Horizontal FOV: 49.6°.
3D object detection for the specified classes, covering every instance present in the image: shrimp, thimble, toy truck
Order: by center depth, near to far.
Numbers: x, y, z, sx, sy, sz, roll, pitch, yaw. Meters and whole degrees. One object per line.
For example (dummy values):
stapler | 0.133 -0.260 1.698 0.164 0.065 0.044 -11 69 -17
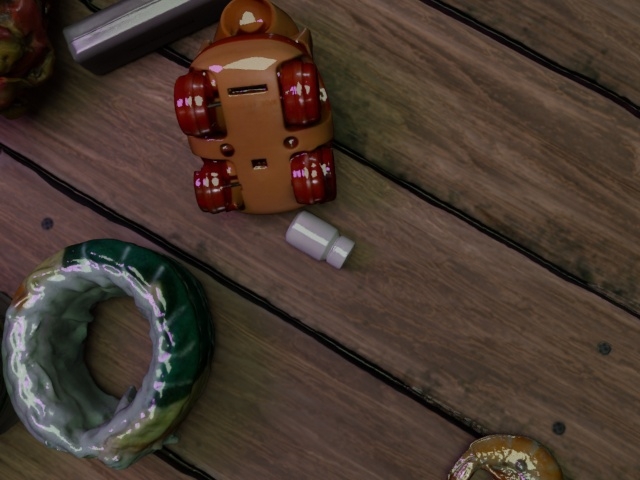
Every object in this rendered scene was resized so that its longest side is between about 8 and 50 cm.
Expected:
thimble | -0.269 0.145 0.906 0.254 0.167 0.288 -11 84 4
shrimp | 0.229 0.333 0.921 0.187 0.051 0.132 -28 72 -6
toy truck | -0.078 -0.179 0.926 0.189 0.239 0.265 -5 126 4

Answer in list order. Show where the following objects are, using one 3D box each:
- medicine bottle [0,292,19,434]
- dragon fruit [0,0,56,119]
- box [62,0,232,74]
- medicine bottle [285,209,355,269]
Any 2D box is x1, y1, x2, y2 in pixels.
medicine bottle | -0.519 0.169 0.889 0.238 0.232 0.238 0 86 5
dragon fruit | -0.473 -0.282 0.911 0.314 0.296 0.263 -15 104 38
box | -0.229 -0.311 0.968 0.243 0.103 0.055 -24 90 2
medicine bottle | 0.000 0.000 0.954 0.089 0.052 0.052 30 88 6
